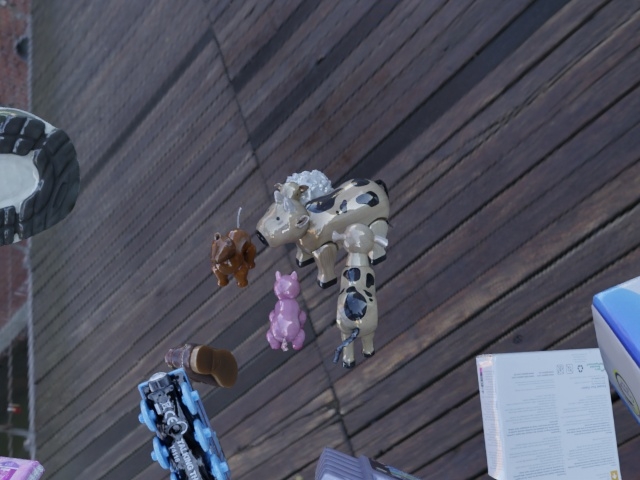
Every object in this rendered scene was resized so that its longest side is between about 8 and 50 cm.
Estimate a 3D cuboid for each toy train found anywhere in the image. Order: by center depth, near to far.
[{"bbox_3d":[-0.174,0.252,0.843,0.080,0.105,0.184,-22,92,-7],"label":"toy train"}]

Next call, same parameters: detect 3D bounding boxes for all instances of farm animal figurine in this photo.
[{"bbox_3d":[0.000,0.000,0.983,0.330,0.327,0.172,24,135,31],"label":"farm animal figurine"}]

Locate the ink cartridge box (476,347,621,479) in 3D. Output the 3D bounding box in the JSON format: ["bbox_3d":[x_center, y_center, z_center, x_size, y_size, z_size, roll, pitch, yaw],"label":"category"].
[{"bbox_3d":[0.488,0.400,1.390,0.071,0.324,0.330,-21,69,61],"label":"ink cartridge box"}]

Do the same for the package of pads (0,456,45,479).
[{"bbox_3d":[-0.458,0.350,0.970,0.083,0.032,0.050,-1,32,21],"label":"package of pads"}]

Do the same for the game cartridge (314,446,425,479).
[{"bbox_3d":[0.162,0.381,0.900,0.355,0.230,0.068,21,86,3],"label":"game cartridge"}]

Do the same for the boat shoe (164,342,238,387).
[{"bbox_3d":[-0.226,0.239,1.270,0.073,0.207,0.073,-3,66,17],"label":"boat shoe"}]

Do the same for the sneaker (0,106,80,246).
[{"bbox_3d":[-0.456,-0.051,0.619,0.182,0.410,0.158,27,120,49],"label":"sneaker"}]

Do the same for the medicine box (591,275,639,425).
[{"bbox_3d":[0.427,0.120,0.538,0.289,0.149,0.263,-23,34,6],"label":"medicine box"}]
